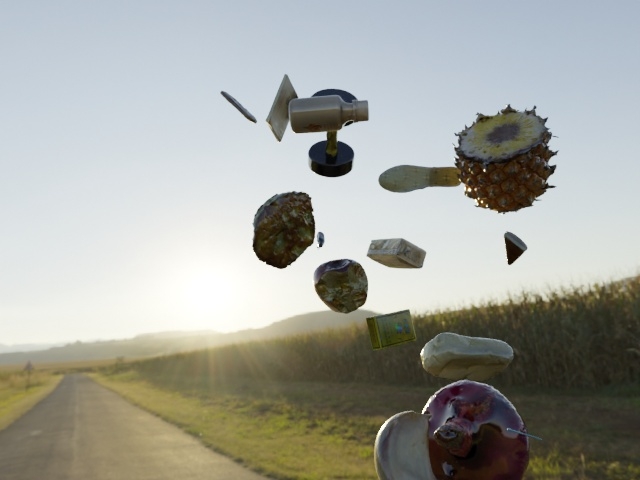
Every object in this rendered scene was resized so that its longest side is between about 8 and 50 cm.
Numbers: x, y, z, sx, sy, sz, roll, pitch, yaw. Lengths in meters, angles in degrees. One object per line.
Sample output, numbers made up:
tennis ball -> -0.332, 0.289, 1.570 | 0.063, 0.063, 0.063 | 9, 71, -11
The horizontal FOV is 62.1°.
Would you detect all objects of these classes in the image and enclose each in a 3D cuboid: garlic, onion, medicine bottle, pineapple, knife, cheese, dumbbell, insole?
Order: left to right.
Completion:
medicine bottle -> 0.029, -0.407, 1.701 | 0.253, 0.114, 0.114 | -4, -11, 8
dumbbell -> 0.049, -0.442, 2.206 | 0.204, 0.203, 0.322 | -4, -47, -7
garlic -> 0.250, 0.642, 1.475 | 0.196, 0.338, 0.151 | -20, -46, 11
insole -> 0.376, -0.234, 1.995 | 0.322, 0.109, 0.007 | -2, -5, -3
cheese -> 0.443, 0.358, 1.629 | 0.263, 0.093, 0.159 | 8, -47, -12
onion -> 0.504, 0.661, 1.797 | 0.399, 0.398, 0.420 | -10, -31, 19
pineapple -> 0.642, -0.270, 1.834 | 0.353, 0.352, 0.300 | -10, -40, 22
knife -> 0.535, 0.508, 1.394 | 0.091, 0.005, 0.014 | 4, -21, 44

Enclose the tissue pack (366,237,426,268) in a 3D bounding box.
tissue pack -> 0.300, 0.052, 2.106 | 0.148, 0.092, 0.196 | 27, -14, -28

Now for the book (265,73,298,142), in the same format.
book -> -0.134, -0.464, 1.873 | 0.016, 0.198, 0.138 | 13, -17, 19

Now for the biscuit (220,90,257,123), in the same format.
biscuit -> -0.250, -0.408, 1.626 | 0.018, 0.147, 0.071 | -49, -5, 12

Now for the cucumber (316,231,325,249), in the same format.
cucumber -> 0.000, 0.000, 2.382 | 0.043, 0.038, 0.163 | -16, 18, 2

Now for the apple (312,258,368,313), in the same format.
apple -> 0.062, 0.138, 1.592 | 0.156, 0.158, 0.147 | -20, 17, -20

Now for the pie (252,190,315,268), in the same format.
pie -> -0.156, -0.049, 2.243 | 0.103, 0.288, 0.354 | 13, 51, 49

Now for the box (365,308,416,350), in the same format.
box -> 0.304, 0.378, 2.262 | 0.220, 0.140, 0.064 | -6, -11, -37

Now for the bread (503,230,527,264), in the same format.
bread -> 0.588, 0.023, 1.595 | 0.062, 0.108, 0.043 | 1, 29, 42
